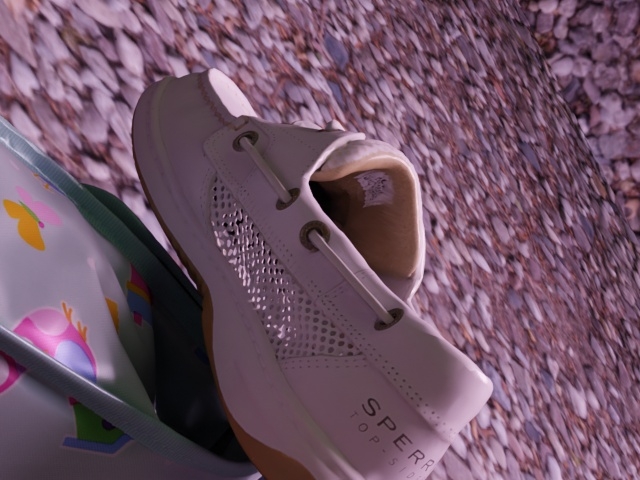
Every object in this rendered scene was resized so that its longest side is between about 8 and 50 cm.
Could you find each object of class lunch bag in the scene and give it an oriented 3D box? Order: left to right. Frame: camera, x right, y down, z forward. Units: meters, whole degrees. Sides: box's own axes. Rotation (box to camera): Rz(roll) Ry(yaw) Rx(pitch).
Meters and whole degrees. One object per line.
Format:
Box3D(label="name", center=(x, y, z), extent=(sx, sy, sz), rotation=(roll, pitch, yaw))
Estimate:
Box3D(label="lunch bag", center=(-0.164, 0.068, 0.620), extent=(0.262, 0.223, 0.160), rotation=(39, 19, -39))

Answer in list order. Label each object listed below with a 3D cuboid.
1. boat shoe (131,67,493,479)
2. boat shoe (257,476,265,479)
Box3D(label="boat shoe", center=(0.000, 0.000, 0.664), extent=(0.098, 0.096, 0.277), rotation=(43, 12, -37))
Box3D(label="boat shoe", center=(-0.028, 0.189, 0.688), extent=(0.089, 0.109, 0.258), rotation=(19, 29, -41))
